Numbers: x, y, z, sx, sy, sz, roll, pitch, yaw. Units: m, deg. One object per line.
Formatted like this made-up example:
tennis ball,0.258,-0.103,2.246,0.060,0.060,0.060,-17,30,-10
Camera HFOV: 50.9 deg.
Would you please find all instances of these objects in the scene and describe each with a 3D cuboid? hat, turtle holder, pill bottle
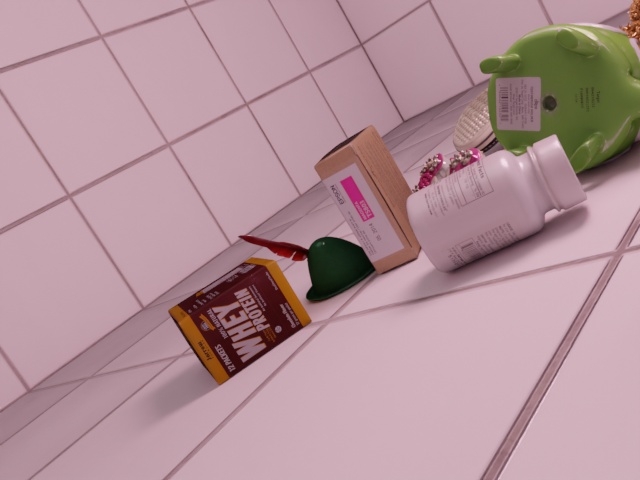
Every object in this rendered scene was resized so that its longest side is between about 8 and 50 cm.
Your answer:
hat,0.000,0.000,1.296,0.173,0.183,0.208,-24,12,33
turtle holder,0.437,-0.246,1.080,0.227,0.243,0.320,-17,-11,-36
pill bottle,0.253,-0.055,0.974,0.229,0.131,0.131,-27,10,21

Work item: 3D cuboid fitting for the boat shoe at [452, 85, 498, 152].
boat shoe,0.501,-0.347,1.666,0.500,0.156,0.187,-46,18,-32

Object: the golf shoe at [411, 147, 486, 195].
golf shoe,0.256,-0.086,1.195,0.306,0.140,0.115,-146,79,-80

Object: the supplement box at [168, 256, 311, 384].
supplement box,-0.152,0.137,1.223,0.194,0.129,0.191,-33,10,-15

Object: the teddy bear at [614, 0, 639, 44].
teddy bear,0.587,-0.422,1.128,0.245,0.113,0.338,-43,0,44

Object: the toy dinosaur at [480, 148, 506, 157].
toy dinosaur,0.369,-0.168,1.496,0.183,0.053,0.093,-40,26,-11

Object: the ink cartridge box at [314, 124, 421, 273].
ink cartridge box,0.103,-0.081,1.255,0.088,0.234,0.193,-27,9,24
